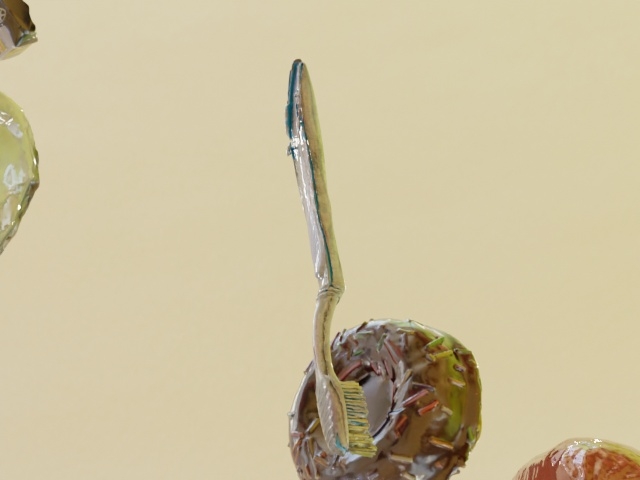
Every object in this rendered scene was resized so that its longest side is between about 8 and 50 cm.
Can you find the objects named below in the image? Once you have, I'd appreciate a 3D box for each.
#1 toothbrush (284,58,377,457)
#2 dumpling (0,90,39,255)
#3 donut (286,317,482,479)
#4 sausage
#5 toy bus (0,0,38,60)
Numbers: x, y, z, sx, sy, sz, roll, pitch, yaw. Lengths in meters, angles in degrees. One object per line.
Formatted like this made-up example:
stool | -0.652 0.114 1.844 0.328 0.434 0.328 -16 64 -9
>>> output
toothbrush | 0.000 0.000 1.356 0.042 0.035 0.413 10 -130 -23
dumpling | -0.381 0.010 1.148 0.341 0.260 0.181 -21 -120 17
donut | 0.058 0.185 1.693 0.089 0.235 0.235 35 -155 -40
sausage | 0.249 0.254 1.496 0.148 0.254 0.148 1 -98 -10
toy bus | -0.458 -0.334 2.229 0.172 0.072 0.057 58 -143 2
